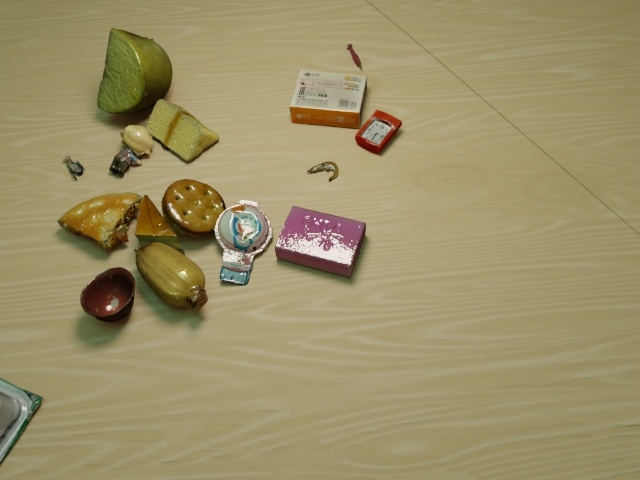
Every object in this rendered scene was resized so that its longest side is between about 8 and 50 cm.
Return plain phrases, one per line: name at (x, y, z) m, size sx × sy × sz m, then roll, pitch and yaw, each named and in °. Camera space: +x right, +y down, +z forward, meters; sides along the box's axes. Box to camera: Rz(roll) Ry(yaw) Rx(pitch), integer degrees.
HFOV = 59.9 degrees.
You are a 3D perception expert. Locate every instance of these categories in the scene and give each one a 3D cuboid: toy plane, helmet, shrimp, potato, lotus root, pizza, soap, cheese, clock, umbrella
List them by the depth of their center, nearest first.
helmet at (-0.627, 0.176, 1.677) m, size 0.155 × 0.106 × 0.175 m, roll 3°, pitch 55°, yaw 2°
lotus root at (-0.454, 0.108, 1.700) m, size 0.303 × 0.131 × 0.146 m, roll 36°, pitch 88°, yaw 23°
soap at (0.000, -0.001, 1.778) m, size 0.259 × 0.081 × 0.181 m, roll 15°, pitch 59°, yaw 12°
cheese at (-0.254, 0.001, 1.788) m, size 0.189 × 0.074 × 0.286 m, roll 12°, pitch 69°, yaw -5°
pizza at (-0.715, -0.054, 1.844) m, size 0.289 × 0.081 × 0.229 m, roll -21°, pitch 52°, yaw -10°
shrimp at (0.011, -0.243, 1.969) m, size 0.114 × 0.023 × 0.083 m, roll -13°, pitch 60°, yaw -10°
toy plane at (-0.899, -0.271, 2.025) m, size 0.049 × 0.031 × 0.120 m, roll -36°, pitch 65°, yaw -9°
clock at (0.211, -0.395, 2.038) m, size 0.113 × 0.061 × 0.155 m, roll 31°, pitch 67°, yaw 21°
potato at (-0.650, -0.606, 2.093) m, size 0.213 × 0.330 × 0.280 m, roll 38°, pitch 35°, yaw 11°
umbrella at (0.143, -0.761, 2.295) m, size 0.025 × 0.027 × 0.165 m, roll -8°, pitch 55°, yaw -18°

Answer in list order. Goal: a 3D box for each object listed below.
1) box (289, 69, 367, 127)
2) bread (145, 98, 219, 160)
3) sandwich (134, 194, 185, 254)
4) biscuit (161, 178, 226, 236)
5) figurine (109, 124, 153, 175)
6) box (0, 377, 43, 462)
box at (0.032, -0.544, 2.122) m, size 0.274 × 0.091 × 0.221 m, roll 9°, pitch 57°, yaw 8°
bread at (-0.515, -0.422, 2.065) m, size 0.266 × 0.142 × 0.178 m, roll 36°, pitch 50°, yaw 21°
sandwich at (-0.513, -0.053, 1.816) m, size 0.144 × 0.117 × 0.187 m, roll -1°, pitch 55°, yaw -1°
biscuit at (-0.414, -0.110, 1.831) m, size 0.220 × 0.066 × 0.220 m, roll 16°, pitch 51°, yaw -21°
figurine at (-0.688, -0.324, 2.021) m, size 0.114 × 0.108 × 0.196 m, roll 18°, pitch 77°, yaw 25°
box at (-0.979, 0.471, 1.504) m, size 0.337 × 0.106 × 0.264 m, roll 19°, pitch 60°, yaw 13°
